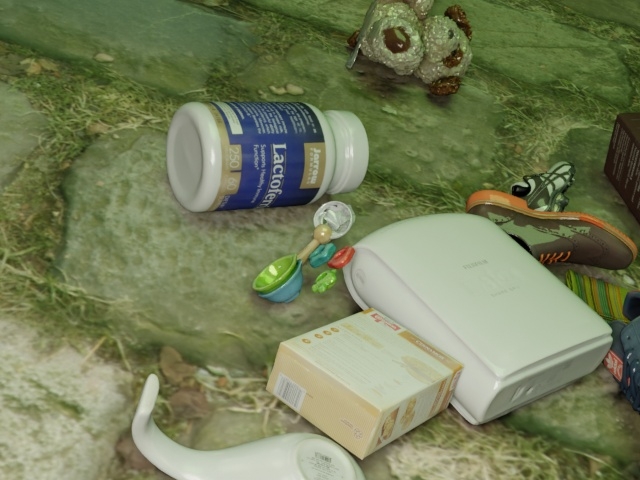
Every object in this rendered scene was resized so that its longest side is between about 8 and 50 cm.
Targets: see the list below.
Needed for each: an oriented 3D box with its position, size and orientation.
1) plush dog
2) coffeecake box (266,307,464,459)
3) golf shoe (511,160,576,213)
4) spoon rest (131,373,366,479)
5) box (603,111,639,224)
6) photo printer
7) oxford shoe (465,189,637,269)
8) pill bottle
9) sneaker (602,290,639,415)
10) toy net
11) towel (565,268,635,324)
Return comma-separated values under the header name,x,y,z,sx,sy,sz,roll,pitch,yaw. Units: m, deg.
name,x,y,z,sx,sy,sz,roll,pitch,yaw
plush dog,0.191,-0.381,1.911,0.225,0.210,0.262,25,61,-17
coffeecake box,0.054,0.156,1.129,0.142,0.068,0.185,31,26,28
golf shoe,0.371,-0.090,1.654,0.094,0.077,0.198,24,34,6
spoon rest,-0.070,0.230,1.014,0.276,0.084,0.137,27,34,-13
box,0.649,-0.073,1.681,0.191,0.143,0.381,-5,41,-8
photo printer,0.197,0.080,1.306,0.256,0.107,0.307,-13,46,-38
oxford shoe,0.349,0.010,1.510,0.272,0.097,0.098,14,52,3
pill bottle,-0.073,-0.123,1.410,0.265,0.153,0.153,-6,42,-31
sneaker,0.431,0.184,1.286,0.148,0.131,0.350,12,34,18
toy net,0.000,0.000,1.313,0.045,0.122,0.232,52,38,-18
towel,0.487,0.106,1.491,0.237,0.021,0.102,16,36,-6
